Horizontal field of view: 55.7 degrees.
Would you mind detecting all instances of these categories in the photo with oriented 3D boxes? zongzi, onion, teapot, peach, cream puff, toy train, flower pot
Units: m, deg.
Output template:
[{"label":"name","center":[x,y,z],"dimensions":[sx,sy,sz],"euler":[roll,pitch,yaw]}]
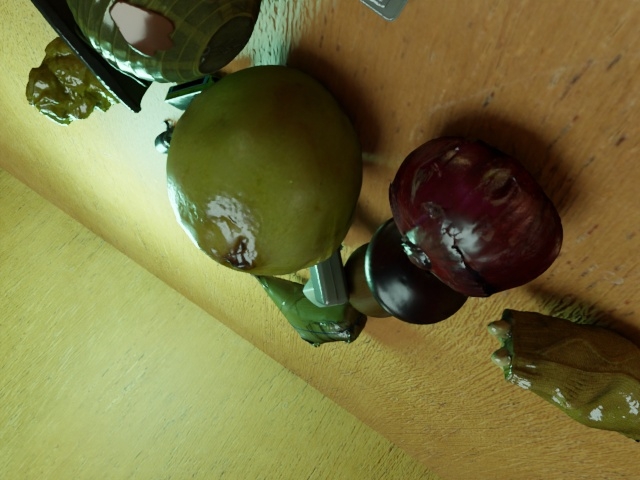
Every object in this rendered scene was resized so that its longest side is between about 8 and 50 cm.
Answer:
[{"label":"zongzi","center":[-0.037,0.162,1.647],"dimensions":[0.289,0.123,0.260],"euler":[46,152,-13]},{"label":"onion","center":[0.198,-0.030,0.824],"dimensions":[0.246,0.190,0.246],"euler":[47,172,8]},{"label":"teapot","center":[-0.357,-0.241,1.423],"dimensions":[0.049,0.064,0.083],"euler":[12,168,-31]},{"label":"peach","center":[-0.080,-0.111,0.932],"dimensions":[0.314,0.315,0.281],"euler":[41,143,9]},{"label":"cream puff","center":[-0.560,-0.344,1.341],"dimensions":[0.221,0.195,0.195],"euler":[1,139,50]},{"label":"toy train","center":[-0.224,-0.282,1.138],"dimensions":[0.044,0.042,0.209],"euler":[24,168,-38]},{"label":"flower pot","center":[-0.314,-0.348,0.927],"dimensions":[0.269,0.166,0.269],"euler":[50,180,0]}]

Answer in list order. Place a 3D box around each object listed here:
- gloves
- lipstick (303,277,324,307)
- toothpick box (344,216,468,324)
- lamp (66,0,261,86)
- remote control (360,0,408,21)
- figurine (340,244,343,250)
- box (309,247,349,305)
[{"label":"gloves","center":[0.432,0.216,1.009],"dimensions":[0.356,0.155,0.203],"euler":[23,166,-8]},{"label":"lipstick","center":[0.047,0.107,1.462],"dimensions":[0.077,0.079,0.253],"euler":[43,156,-11]},{"label":"toothpick box","center":[0.144,0.058,1.091],"dimensions":[0.192,0.192,0.294],"euler":[39,163,-6]},{"label":"lamp","center":[-0.204,-0.339,0.750],"dimensions":[0.284,0.250,0.250],"euler":[49,159,7]},{"label":"remote control","center":[-0.017,-0.372,0.650],"dimensions":[0.313,0.055,0.109],"euler":[35,148,-5]},{"label":"figurine","center":[-0.006,-0.009,1.294],"dimensions":[0.144,0.114,0.178],"euler":[3,153,42]},{"label":"box","center":[0.000,0.000,1.158],"dimensions":[0.103,0.055,0.244],"euler":[-176,75,-79]}]
